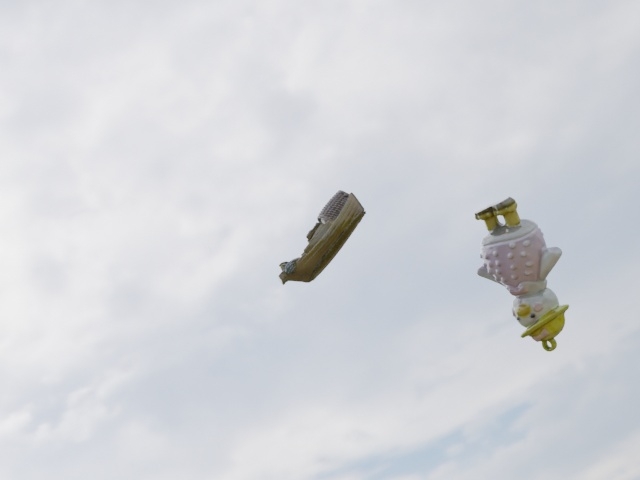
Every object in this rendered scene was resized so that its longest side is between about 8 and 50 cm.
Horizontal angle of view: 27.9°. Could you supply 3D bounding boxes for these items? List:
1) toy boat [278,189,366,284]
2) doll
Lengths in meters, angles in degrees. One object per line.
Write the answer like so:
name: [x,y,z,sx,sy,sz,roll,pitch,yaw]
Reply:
toy boat: [0.000,0.000,1.648,0.149,0.049,0.047,-51,-16,-14]
doll: [0.260,0.046,1.648,0.129,0.207,0.081,-18,7,42]
